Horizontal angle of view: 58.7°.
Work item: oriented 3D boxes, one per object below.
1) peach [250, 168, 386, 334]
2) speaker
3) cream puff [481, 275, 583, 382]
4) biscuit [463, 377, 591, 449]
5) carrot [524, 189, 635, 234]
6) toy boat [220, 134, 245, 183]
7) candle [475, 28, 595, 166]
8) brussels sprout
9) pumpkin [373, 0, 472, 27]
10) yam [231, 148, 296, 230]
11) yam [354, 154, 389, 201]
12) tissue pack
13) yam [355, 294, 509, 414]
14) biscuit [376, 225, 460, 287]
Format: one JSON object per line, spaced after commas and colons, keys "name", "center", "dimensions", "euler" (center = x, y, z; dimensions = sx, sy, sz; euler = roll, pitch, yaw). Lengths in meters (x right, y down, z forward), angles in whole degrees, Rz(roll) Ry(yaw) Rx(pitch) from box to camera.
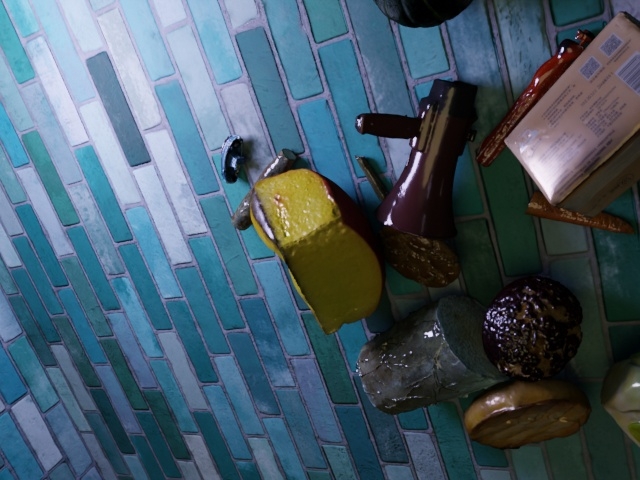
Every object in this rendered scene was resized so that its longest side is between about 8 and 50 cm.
{"name": "peach", "center": [0.000, 0.000, 1.381], "dimensions": [0.243, 0.306, 0.380], "euler": [-32, 112, 1]}
{"name": "speaker", "center": [0.200, -0.185, 1.242], "dimensions": [0.260, 0.198, 0.329], "euler": [7, 110, 3]}
{"name": "cream puff", "center": [0.475, 0.197, 1.257], "dimensions": [0.165, 0.239, 0.238], "euler": [17, 124, 49]}
{"name": "biscuit", "center": [0.494, 0.414, 1.377], "dimensions": [0.297, 0.101, 0.296], "euler": [-4, 143, -3]}
{"name": "carrot", "center": [0.556, -0.054, 1.212], "dimensions": [0.225, 0.057, 0.057], "euler": [17, 120, 15]}
{"name": "toy boat", "center": [-0.230, -0.215, 1.508], "dimensions": [0.061, 0.060, 0.137], "euler": [29, 119, 34]}
{"name": "candle", "center": [0.423, -0.283, 1.163], "dimensions": [0.051, 0.048, 0.329], "euler": [32, 125, -1]}
{"name": "brussels sprout", "center": [0.771, 0.363, 1.177], "dimensions": [0.345, 0.268, 0.343], "euler": [17, 126, 25]}
{"name": "pumpkin", "center": [0.188, -0.531, 1.063], "dimensions": [0.250, 0.216, 0.249], "euler": [2, 92, 42]}
{"name": "yam", "center": [-0.154, -0.133, 1.514], "dimensions": [0.061, 0.061, 0.274], "euler": [42, 124, 2]}
{"name": "yam", "center": [0.125, -0.156, 1.382], "dimensions": [0.129, 0.027, 0.033], "euler": [58, 163, -11]}
{"name": "tissue pack", "center": [0.553, -0.214, 1.063], "dimensions": [0.239, 0.238, 0.305], "euler": [40, 124, 4]}
{"name": "yam", "center": [0.274, 0.295, 1.426], "dimensions": [0.348, 0.241, 0.241], "euler": [-35, 96, 36]}
{"name": "biscuit", "center": [0.230, 0.039, 1.362], "dimensions": [0.226, 0.042, 0.225], "euler": [28, 153, 15]}
